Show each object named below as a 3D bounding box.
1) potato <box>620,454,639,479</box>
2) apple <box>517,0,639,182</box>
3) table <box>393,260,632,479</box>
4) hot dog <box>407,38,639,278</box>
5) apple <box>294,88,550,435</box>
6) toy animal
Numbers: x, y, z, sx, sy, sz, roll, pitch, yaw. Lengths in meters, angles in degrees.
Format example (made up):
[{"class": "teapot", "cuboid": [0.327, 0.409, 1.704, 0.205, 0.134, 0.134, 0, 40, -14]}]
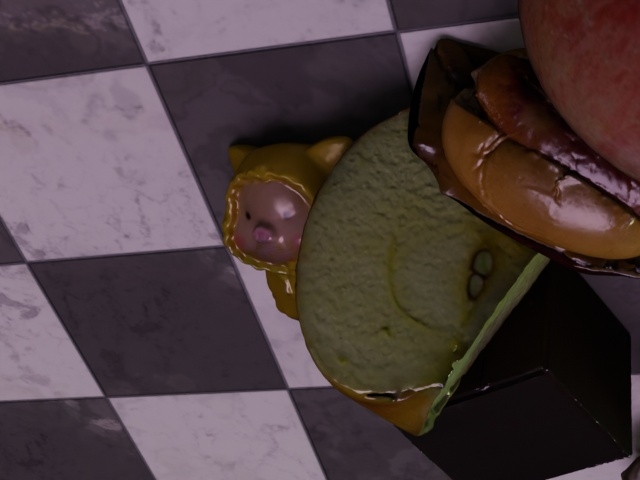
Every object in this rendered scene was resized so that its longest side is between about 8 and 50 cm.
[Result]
[{"class": "potato", "cuboid": [0.507, 0.315, 1.461, 0.264, 0.211, 0.189, 44, 176, 11]}, {"class": "apple", "cuboid": [0.303, -0.162, 0.875, 0.345, 0.344, 0.269, 22, 153, -10]}, {"class": "table", "cuboid": [0.203, 0.144, 1.298, 0.193, 0.169, 0.172, -24, 125, 33]}, {"class": "hot dog", "cuboid": [0.235, -0.078, 1.037, 0.326, 0.194, 0.107, 17, 165, 1]}, {"class": "apple", "cuboid": [0.125, 0.009, 1.128, 0.179, 0.346, 0.254, 25, 163, 50]}, {"class": "toy animal", "cuboid": [-0.005, 0.000, 1.231, 0.156, 0.156, 0.229, -11, 121, 22]}]
